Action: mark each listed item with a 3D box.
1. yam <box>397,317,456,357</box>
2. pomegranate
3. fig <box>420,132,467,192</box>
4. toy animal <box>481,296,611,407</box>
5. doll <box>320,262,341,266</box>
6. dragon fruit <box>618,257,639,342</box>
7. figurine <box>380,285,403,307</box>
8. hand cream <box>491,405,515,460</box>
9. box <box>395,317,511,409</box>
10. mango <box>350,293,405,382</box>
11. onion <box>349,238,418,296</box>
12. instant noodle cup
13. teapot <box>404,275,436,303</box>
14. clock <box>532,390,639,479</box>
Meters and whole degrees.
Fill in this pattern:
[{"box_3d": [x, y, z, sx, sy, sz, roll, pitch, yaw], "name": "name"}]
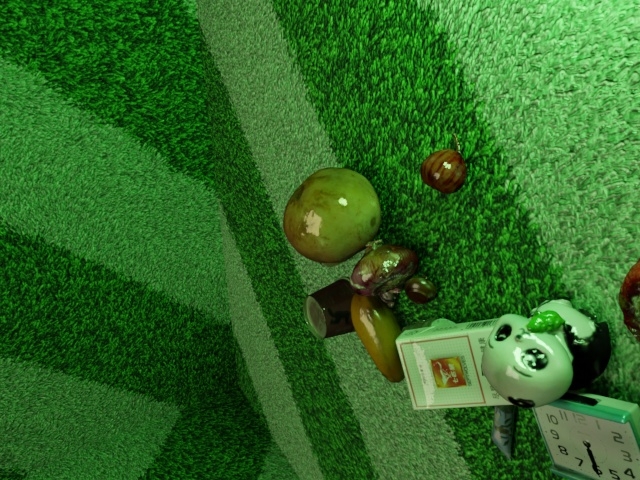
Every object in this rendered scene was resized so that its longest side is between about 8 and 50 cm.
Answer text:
[{"box_3d": [0.337, 0.314, 1.710, 0.254, 0.153, 0.154, -27, 82, 67], "name": "yam"}, {"box_3d": [0.051, -0.074, 1.866, 0.338, 0.337, 0.339, 40, 139, 47], "name": "pomegranate"}, {"box_3d": [0.329, -0.189, 1.469, 0.128, 0.150, 0.128, 22, 145, 16], "name": "fig"}, {"box_3d": [0.491, 0.244, 1.238, 0.212, 0.266, 0.213, 37, 133, 54], "name": "toy animal"}, {"box_3d": [-0.003, -0.017, 2.164, 0.272, 0.143, 0.208, 60, 161, 14], "name": "doll"}, {"box_3d": [0.630, 0.126, 1.019, 0.218, 0.148, 0.224, 39, 137, 50], "name": "dragon fruit"}, {"box_3d": [0.248, 0.169, 1.900, 0.072, 0.054, 0.129, 46, 138, 18], "name": "figurine"}, {"box_3d": [0.523, 0.514, 1.581, 0.088, 0.055, 0.256, 43, 148, 52], "name": "hand cream"}, {"box_3d": [0.386, 0.332, 1.496, 0.330, 0.095, 0.211, -14, 94, 28], "name": "box"}, {"box_3d": [0.213, 0.334, 1.962, 0.360, 0.143, 0.187, 65, 170, 1], "name": "mango"}, {"box_3d": [0.188, 0.079, 1.760, 0.164, 0.229, 0.230, 58, 150, 16], "name": "onion"}, {"box_3d": [0.050, 0.274, 2.194, 0.234, 0.178, 0.235, 37, 135, 50], "name": "instant noodle cup"}, {"box_3d": [0.313, 0.148, 1.738, 0.098, 0.078, 0.129, 21, 153, 9], "name": "teapot"}, {"box_3d": [0.617, 0.436, 1.241, 0.262, 0.116, 0.231, -8, 106, 62], "name": "clock"}]
